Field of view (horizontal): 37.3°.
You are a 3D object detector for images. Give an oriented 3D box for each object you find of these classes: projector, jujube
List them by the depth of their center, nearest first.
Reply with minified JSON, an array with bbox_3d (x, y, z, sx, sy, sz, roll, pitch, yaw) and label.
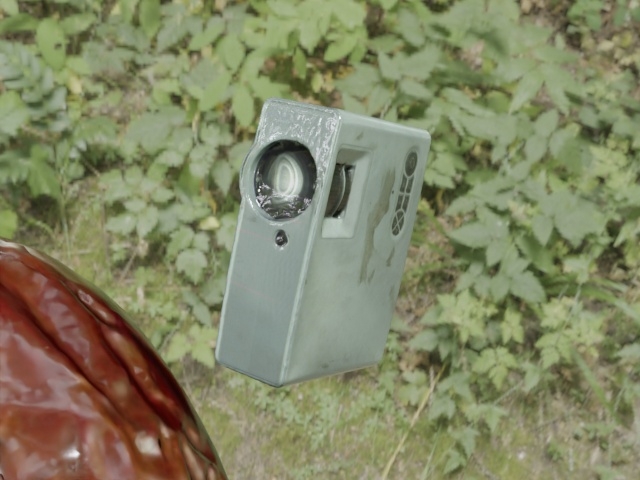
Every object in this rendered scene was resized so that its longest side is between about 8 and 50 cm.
[{"bbox_3d":[-0.129,0.123,0.406,0.183,0.183,0.243,-24,85,-28],"label":"jujube"},{"bbox_3d":[0.000,0.000,0.536,0.061,0.147,0.115,15,8,29],"label":"projector"}]
